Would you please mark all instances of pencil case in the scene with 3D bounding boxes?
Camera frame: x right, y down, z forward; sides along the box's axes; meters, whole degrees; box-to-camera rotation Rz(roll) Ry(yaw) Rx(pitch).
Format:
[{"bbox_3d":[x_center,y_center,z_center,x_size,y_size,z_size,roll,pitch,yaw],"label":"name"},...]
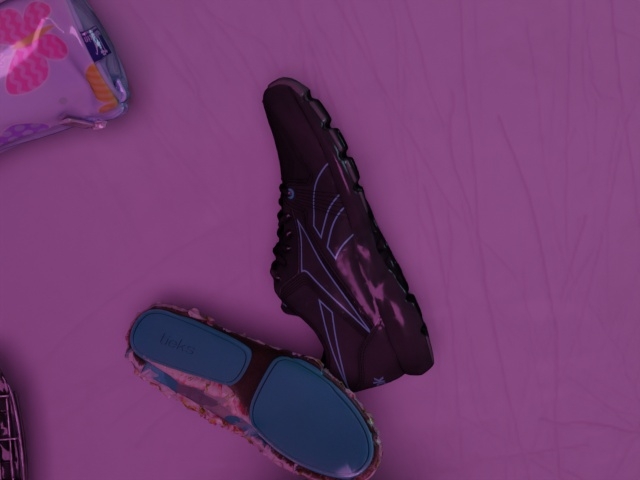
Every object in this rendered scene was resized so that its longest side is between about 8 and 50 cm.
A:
[{"bbox_3d":[-0.292,-0.109,1.063,0.273,0.113,0.124,-23,112,3],"label":"pencil case"}]

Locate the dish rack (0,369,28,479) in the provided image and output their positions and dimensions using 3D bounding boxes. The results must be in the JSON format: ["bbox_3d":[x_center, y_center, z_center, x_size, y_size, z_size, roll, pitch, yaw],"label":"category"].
[{"bbox_3d":[-0.380,0.189,1.108,0.271,0.074,0.208,-4,95,1],"label":"dish rack"}]

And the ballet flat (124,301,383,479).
[{"bbox_3d":[-0.050,0.123,1.062,0.241,0.077,0.091,31,76,19],"label":"ballet flat"}]

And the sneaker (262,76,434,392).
[{"bbox_3d":[0.000,0.000,1.063,0.106,0.101,0.267,-23,92,6],"label":"sneaker"}]
